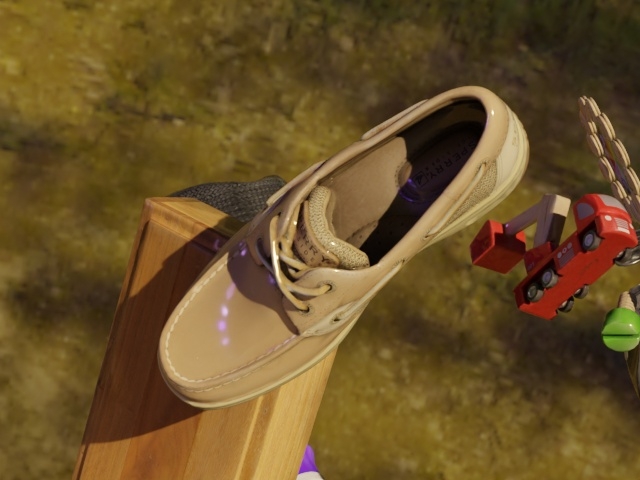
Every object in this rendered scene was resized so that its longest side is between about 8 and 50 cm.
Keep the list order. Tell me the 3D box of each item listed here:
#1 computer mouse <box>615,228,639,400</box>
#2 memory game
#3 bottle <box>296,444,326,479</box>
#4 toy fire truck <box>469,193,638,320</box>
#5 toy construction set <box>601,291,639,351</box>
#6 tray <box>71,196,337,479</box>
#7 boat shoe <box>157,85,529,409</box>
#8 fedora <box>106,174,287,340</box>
[{"bbox_3d":[0.465,0.088,1.749,0.184,0.262,0.060,-18,16,-15],"label":"computer mouse"},{"bbox_3d":[0.374,-0.102,1.731,0.012,0.186,0.186,-26,33,3],"label":"memory game"},{"bbox_3d":[-0.083,0.252,1.695,0.118,0.092,0.283,8,20,-38],"label":"bottle"},{"bbox_3d":[0.229,0.002,1.344,0.047,0.192,0.135,18,44,-26],"label":"toy fire truck"},{"bbox_3d":[0.416,0.174,1.137,0.309,0.257,0.237,50,35,-15],"label":"toy construction set"},{"bbox_3d":[-0.121,0.188,1.223,0.202,0.411,0.076,26,15,33],"label":"tray"},{"bbox_3d":[0.000,0.000,1.010,0.122,0.341,0.110,52,9,16],"label":"boat shoe"},{"bbox_3d":[-0.106,0.016,1.543,0.334,0.334,0.153,-9,80,-40],"label":"fedora"}]
